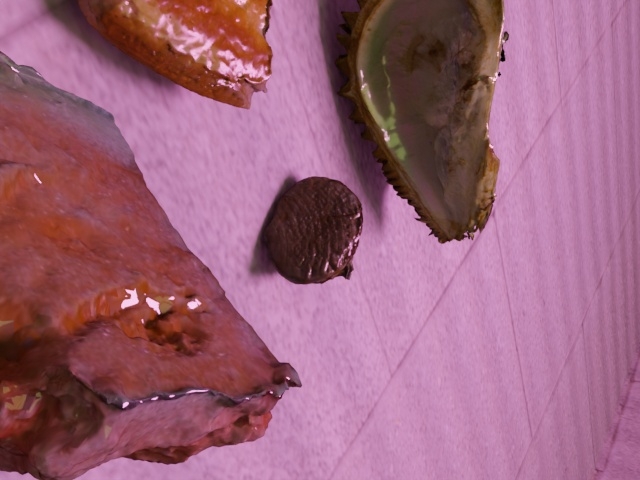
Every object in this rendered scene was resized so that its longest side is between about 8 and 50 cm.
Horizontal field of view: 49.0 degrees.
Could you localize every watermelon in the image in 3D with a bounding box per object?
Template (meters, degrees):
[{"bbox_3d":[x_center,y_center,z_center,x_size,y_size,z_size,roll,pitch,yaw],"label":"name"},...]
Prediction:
[{"bbox_3d":[-0.198,0.030,0.393,0.151,0.302,0.264,-50,154,23],"label":"watermelon"}]

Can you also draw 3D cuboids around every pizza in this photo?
[{"bbox_3d":[-0.098,-0.267,0.567,0.189,0.071,0.297,12,84,-43],"label":"pizza"}]

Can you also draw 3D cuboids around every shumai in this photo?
[{"bbox_3d":[0.001,0.000,0.761,0.124,0.098,0.087,-66,159,-17],"label":"shumai"}]

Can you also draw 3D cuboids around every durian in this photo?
[{"bbox_3d":[0.139,-0.173,0.816,0.163,0.198,0.395,-38,129,-46],"label":"durian"}]
